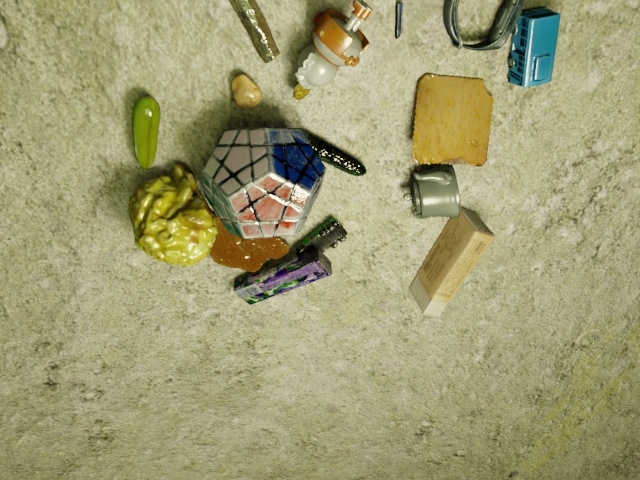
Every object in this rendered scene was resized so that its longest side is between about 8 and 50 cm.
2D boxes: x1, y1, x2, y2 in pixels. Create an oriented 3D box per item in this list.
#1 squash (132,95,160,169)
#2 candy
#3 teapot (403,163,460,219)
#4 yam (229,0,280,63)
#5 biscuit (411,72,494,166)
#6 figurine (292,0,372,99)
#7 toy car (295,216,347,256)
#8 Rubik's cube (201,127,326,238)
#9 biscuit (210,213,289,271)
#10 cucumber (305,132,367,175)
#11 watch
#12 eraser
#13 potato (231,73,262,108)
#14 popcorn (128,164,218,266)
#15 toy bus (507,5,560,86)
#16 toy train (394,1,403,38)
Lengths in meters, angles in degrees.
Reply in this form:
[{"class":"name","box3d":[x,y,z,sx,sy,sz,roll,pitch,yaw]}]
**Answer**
[{"class":"squash","box3d":[-0.434,-0.266,1.296,0.066,0.066,0.201,4,130,-15]},{"class":"candy","box3d":[-0.116,0.113,1.578,0.312,0.061,0.088,-21,133,22]},{"class":"teapot","box3d":[0.314,-0.129,1.512,0.148,0.163,0.239,-10,153,5]},{"class":"yam","box3d":[-0.171,-0.530,1.176,0.061,0.061,0.274,-26,126,6]},{"class":"biscuit","box3d":[0.361,-0.323,1.415,0.231,0.013,0.237,1,103,-13]},{"class":"figurine","box3d":[0.024,-0.441,1.236,0.143,0.143,0.272,16,117,-22]},{"class":"toy car","box3d":[0.000,0.000,1.572,0.165,0.063,0.071,-37,123,13]},{"class":"Rubik's cube","box3d":[-0.142,-0.146,1.316,0.318,0.319,0.264,30,139,-28]},{"class":"biscuit","box3d":[-0.229,-0.009,1.528,0.290,0.041,0.209,15,120,-22]},{"class":"cucumber","box3d":[0.040,-0.229,1.429,0.214,0.058,0.052,22,83,-28]},{"class":"watch","box3d":[0.390,-0.566,1.272,0.192,0.068,0.207,15,116,-18]},{"class":"eraser","box3d":[0.410,0.074,1.666,0.078,0.144,0.344,13,121,-22]},{"class":"potato","box3d":[-0.184,-0.368,1.287,0.068,0.062,0.083,-32,104,-8]},{"class":"popcorn","box3d":[-0.375,-0.066,1.358,0.252,0.236,0.205,-66,159,4]},{"class":"toy bus","box3d":[0.543,-0.488,1.334,0.089,0.106,0.185,-13,126,-6]},{"class":"toy train","box3d":[0.192,-0.537,1.276,0.017,0.017,0.083,-13,126,-13]}]
